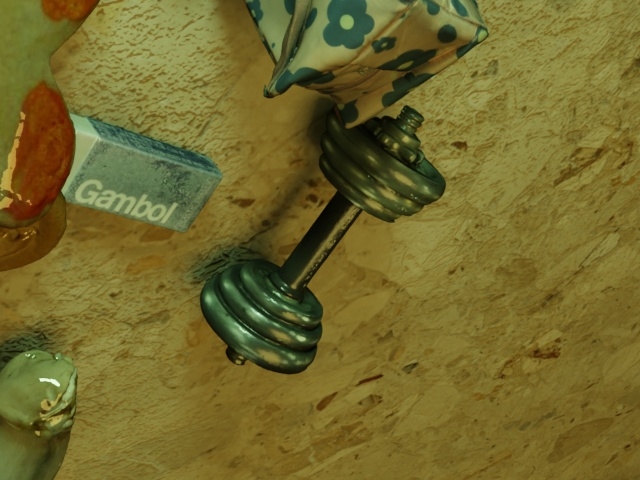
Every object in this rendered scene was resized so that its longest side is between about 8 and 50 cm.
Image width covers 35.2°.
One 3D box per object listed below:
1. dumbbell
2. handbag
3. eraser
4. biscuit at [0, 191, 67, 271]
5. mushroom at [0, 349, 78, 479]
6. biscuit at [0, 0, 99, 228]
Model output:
[{"bbox_3d":[0.000,0.000,1.284,0.179,0.179,0.406,17,114,-48],"label":"dumbbell"},{"bbox_3d":[0.022,-0.252,1.004,0.193,0.251,0.190,-39,146,26],"label":"handbag"},{"bbox_3d":[-0.215,-0.072,1.137,0.212,0.046,0.092,15,117,-47],"label":"eraser"},{"bbox_3d":[-0.340,-0.035,1.043,0.144,0.033,0.224,-15,146,11],"label":"biscuit"},{"bbox_3d":[-0.428,0.294,1.265,0.397,0.126,0.177,-42,136,8],"label":"mushroom"},{"bbox_3d":[-0.366,-0.152,0.812,0.394,0.076,0.368,4,103,-42],"label":"biscuit"}]
